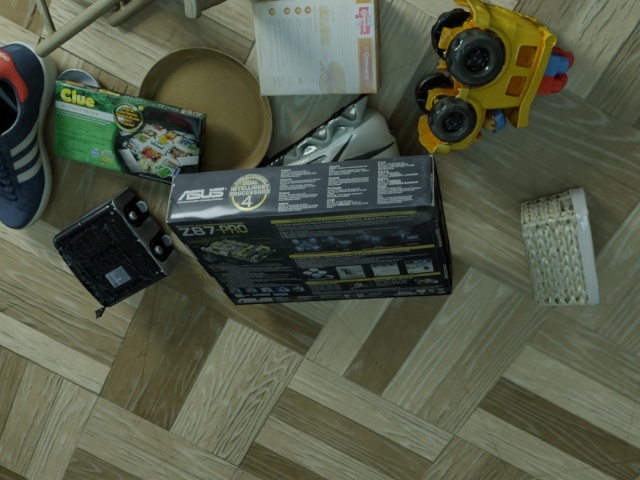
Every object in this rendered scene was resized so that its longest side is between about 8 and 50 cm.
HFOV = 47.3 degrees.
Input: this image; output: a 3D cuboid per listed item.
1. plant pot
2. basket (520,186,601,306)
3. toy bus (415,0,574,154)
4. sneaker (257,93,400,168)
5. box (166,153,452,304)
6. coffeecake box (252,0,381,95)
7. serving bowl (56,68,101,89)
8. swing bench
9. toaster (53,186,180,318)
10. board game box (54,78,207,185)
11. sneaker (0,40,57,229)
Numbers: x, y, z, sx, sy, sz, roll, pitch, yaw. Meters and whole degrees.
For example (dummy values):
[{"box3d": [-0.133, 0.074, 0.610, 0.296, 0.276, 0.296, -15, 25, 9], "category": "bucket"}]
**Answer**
[{"box3d": [-0.192, -0.208, 1.228, 0.236, 0.032, 0.236, 4, 116, 9], "category": "plant pot"}, {"box3d": [0.385, 0.014, 1.176, 0.103, 0.113, 0.167, -8, 113, 19], "category": "basket"}, {"box3d": [0.261, -0.232, 1.080, 0.211, 0.149, 0.220, 9, 119, -11], "category": "toy bus"}, {"box3d": [-0.019, -0.091, 1.198, 0.330, 0.122, 0.146, -30, 104, 22], "category": "sneaker"}, {"box3d": [0.000, 0.000, 1.161, 0.395, 0.097, 0.318, -4, 154, 14], "category": "box"}, {"box3d": [-0.002, -0.301, 1.126, 0.185, 0.068, 0.142, 1, 114, 11], "category": "coffeecake box"}, {"box3d": [-0.409, -0.255, 1.250, 0.083, 0.027, 0.083, 5, 116, 10], "category": "serving bowl"}, {"box3d": [-0.261, -0.388, 1.033, 0.255, 0.253, 0.165, -9, 112, 14], "category": "swing bench"}, {"box3d": [-0.370, 0.018, 1.324, 0.186, 0.110, 0.168, -28, 106, 21], "category": "toaster"}, {"box3d": [-0.324, -0.178, 1.235, 0.260, 0.030, 0.136, 15, 120, 5], "category": "board game box"}, {"box3d": [-0.548, -0.161, 1.239, 0.131, 0.148, 0.350, 21, 119, 15], "category": "sneaker"}]
